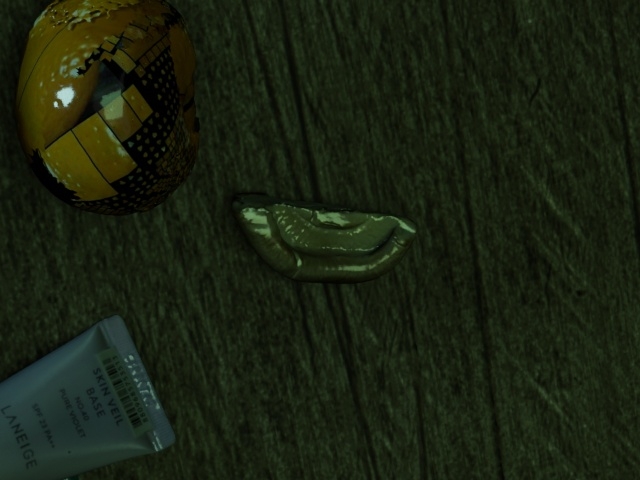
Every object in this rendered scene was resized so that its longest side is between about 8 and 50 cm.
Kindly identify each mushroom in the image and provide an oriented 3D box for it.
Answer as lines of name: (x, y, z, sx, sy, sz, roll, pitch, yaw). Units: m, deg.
mushroom: (-0.002, 0.000, 1.980, 0.209, 0.072, 0.094, 4, 93, -17)

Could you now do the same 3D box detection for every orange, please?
orange: (-0.211, -0.138, 1.809, 0.182, 0.234, 0.234, 5, 95, -1)

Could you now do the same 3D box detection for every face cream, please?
face cream: (-0.298, 0.198, 1.890, 0.274, 0.096, 0.154, -24, 84, -24)

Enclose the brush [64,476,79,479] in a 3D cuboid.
brush: (-0.266, 0.292, 1.939, 0.043, 0.032, 0.193, -22, 104, -16)
